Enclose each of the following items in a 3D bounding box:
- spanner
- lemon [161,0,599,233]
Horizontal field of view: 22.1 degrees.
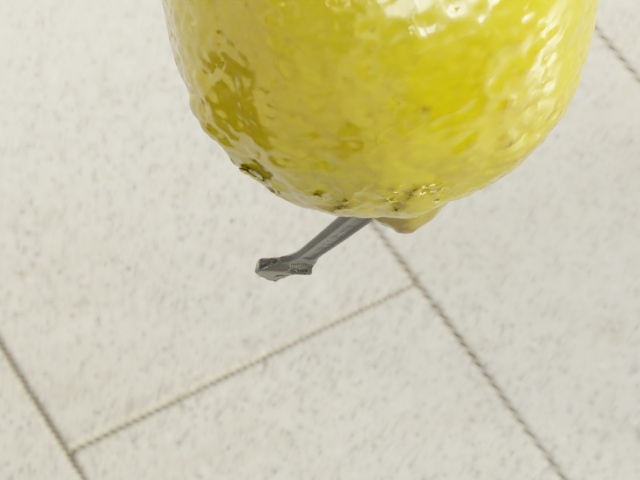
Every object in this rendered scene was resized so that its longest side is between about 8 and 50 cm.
[{"bbox_3d":[0.000,0.000,1.388,0.046,0.208,0.012,12,66,-24],"label":"spanner"},{"bbox_3d":[0.032,-0.144,0.903,0.245,0.319,0.245,-3,34,2],"label":"lemon"}]
